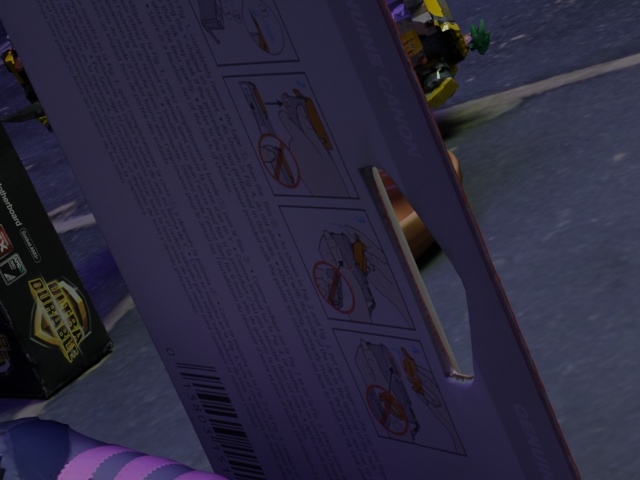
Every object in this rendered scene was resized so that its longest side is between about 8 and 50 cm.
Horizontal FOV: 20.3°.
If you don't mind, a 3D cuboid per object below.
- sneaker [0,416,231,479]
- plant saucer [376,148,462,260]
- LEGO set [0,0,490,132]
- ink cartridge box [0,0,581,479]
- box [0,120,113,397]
[{"bbox_3d":[-0.055,0.141,0.735,0.131,0.112,0.319,-12,16,-21],"label":"sneaker"},{"bbox_3d":[0.000,0.000,1.136,0.200,0.037,0.200,-22,18,8],"label":"plant saucer"},{"bbox_3d":[-0.039,-0.105,1.201,0.331,0.255,0.192,-18,49,-2],"label":"LEGO set"},{"bbox_3d":[0.003,-0.003,0.719,0.066,0.296,0.261,-35,21,-31],"label":"ink cartridge box"},{"bbox_3d":[-0.304,-0.035,1.204,0.295,0.293,0.073,-3,28,49],"label":"box"}]
